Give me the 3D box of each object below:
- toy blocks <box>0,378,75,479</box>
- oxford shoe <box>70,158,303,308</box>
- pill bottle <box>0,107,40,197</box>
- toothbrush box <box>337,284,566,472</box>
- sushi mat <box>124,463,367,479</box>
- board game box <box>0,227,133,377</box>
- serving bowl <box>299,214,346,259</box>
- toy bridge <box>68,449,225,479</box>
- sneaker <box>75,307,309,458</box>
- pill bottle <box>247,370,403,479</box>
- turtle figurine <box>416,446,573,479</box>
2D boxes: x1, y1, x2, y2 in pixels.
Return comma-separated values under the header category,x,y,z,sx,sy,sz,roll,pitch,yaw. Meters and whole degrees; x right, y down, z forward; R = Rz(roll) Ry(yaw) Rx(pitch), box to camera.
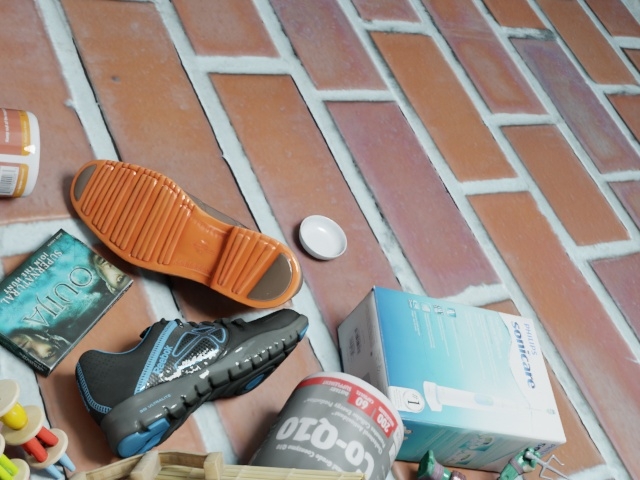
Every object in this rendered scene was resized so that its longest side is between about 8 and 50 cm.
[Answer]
category,x,y,z,sx,sy,sz,roll,pitch,yaw
toy blocks,-0.322,0.243,0.959,0.123,0.054,0.148,-92,162,-48
oxford shoe,-0.193,-0.002,1.270,0.364,0.133,0.130,29,89,7
pill bottle,-0.492,-0.122,1.157,0.216,0.121,0.121,3,54,-30
toothbrush box,0.191,0.211,1.304,0.296,0.126,0.216,11,49,-23
sushi mat,-0.109,0.307,0.957,0.019,0.317,0.151,64,35,-33
board game box,-0.349,0.077,1.150,0.126,0.026,0.186,36,44,-1
serving bowl,0.000,0.000,1.429,0.083,0.027,0.083,17,47,-20
toy bridge,-0.201,0.266,1.016,0.063,0.188,0.026,-58,137,-76
sneaker,-0.155,0.145,1.147,0.341,0.125,0.139,-22,64,-44
pill bottle,-0.018,0.310,1.068,0.161,0.161,0.283,36,44,-1
turtle figurine,0.247,0.376,1.212,0.234,0.118,0.175,14,40,-5
